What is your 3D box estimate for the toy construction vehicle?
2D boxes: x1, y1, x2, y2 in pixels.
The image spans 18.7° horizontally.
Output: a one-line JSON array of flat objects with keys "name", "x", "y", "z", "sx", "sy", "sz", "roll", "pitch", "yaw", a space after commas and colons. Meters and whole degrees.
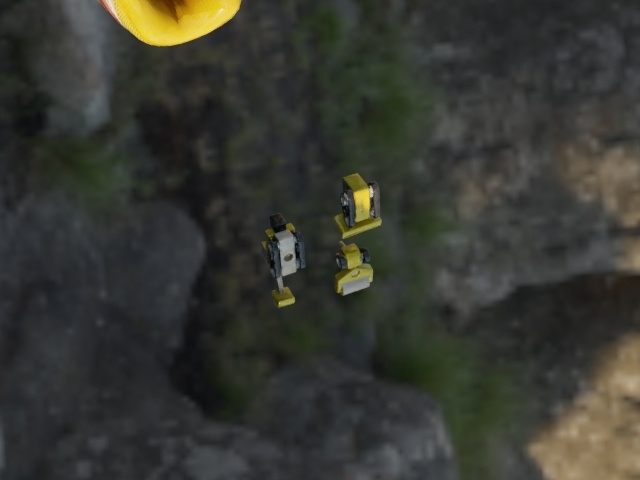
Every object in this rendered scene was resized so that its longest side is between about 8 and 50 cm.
[{"name": "toy construction vehicle", "x": 0.000, "y": 0.000, "z": 1.369, "sx": 0.098, "sy": 0.086, "sz": 0.035, "roll": 84, "pitch": -21, "yaw": -45}]

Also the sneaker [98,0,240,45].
[{"name": "sneaker", "x": -0.034, "y": -0.145, "z": 0.548, "sx": 0.092, "sy": 0.088, "sz": 0.225, "roll": 58, "pitch": -24, "yaw": 25}]
